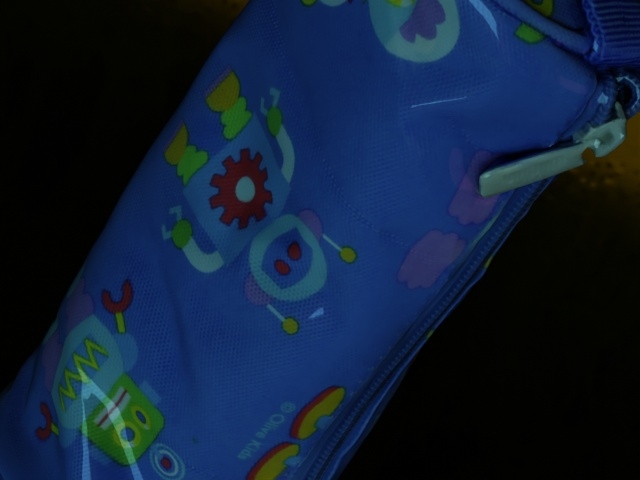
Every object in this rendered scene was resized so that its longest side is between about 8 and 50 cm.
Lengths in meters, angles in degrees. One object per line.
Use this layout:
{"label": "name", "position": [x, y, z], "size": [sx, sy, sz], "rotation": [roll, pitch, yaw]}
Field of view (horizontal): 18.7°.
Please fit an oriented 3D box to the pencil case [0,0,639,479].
{"label": "pencil case", "position": [0.000, 0.000, 0.664], "size": [0.306, 0.119, 0.133], "rotation": [-54, 52, 30]}
